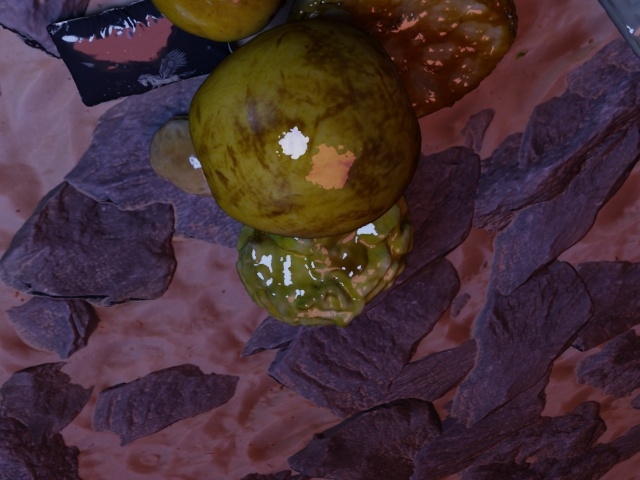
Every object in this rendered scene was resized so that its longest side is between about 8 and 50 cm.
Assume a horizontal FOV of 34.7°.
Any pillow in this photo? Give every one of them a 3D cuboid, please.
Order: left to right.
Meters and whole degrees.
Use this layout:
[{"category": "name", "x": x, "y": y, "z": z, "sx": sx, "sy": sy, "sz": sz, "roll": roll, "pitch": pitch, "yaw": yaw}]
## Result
[{"category": "pillow", "x": -0.219, "y": -0.243, "z": 1.287, "sx": 0.208, "sy": 0.055, "sz": 0.141, "roll": -18, "pitch": 132, "yaw": -1}]

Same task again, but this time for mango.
[{"category": "mango", "x": -0.132, "y": -0.341, "z": 1.147, "sx": 0.167, "sy": 0.130, "sz": 0.262, "roll": -19, "pitch": 131, "yaw": 1}]

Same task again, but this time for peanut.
[{"category": "peanut", "x": -0.122, "y": -0.125, "z": 1.404, "sx": 0.224, "sy": 0.129, "sz": 0.129, "roll": -9, "pitch": 140, "yaw": -8}]

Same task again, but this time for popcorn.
[{"category": "popcorn", "x": 0.000, "y": 0.000, "z": 1.521, "sx": 0.270, "sy": 0.224, "sz": 0.258, "roll": 10, "pitch": 111, "yaw": -10}]

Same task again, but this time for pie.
[{"category": "pie", "x": 0.102, "y": -0.268, "z": 1.352, "sx": 0.315, "sy": 0.092, "sz": 0.315, "roll": -8, "pitch": 144, "yaw": -6}]

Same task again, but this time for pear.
[{"category": "pear", "x": -0.016, "y": -0.128, "z": 1.221, "sx": 0.280, "sy": 0.281, "sz": 0.281, "roll": -10, "pitch": 140, "yaw": -9}]

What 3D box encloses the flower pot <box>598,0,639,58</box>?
[{"category": "flower pot", "x": 0.449, "y": -0.340, "z": 1.297, "sx": 0.189, "sy": 0.239, "sz": 0.209, "roll": -35, "pitch": 106, "yaw": 18}]
